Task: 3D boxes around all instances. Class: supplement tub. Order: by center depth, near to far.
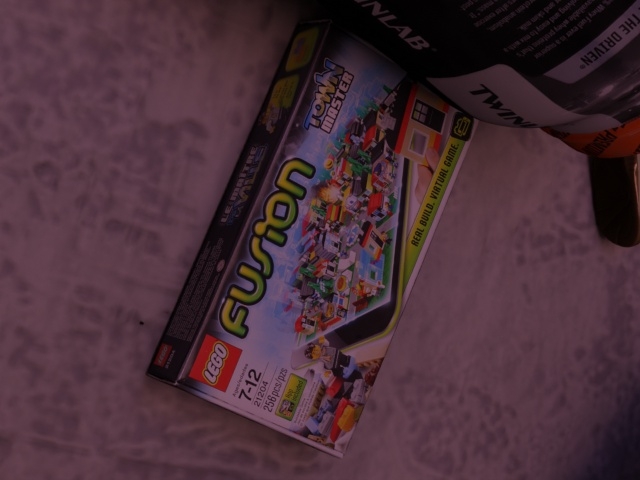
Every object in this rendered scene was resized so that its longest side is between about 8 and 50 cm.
[{"bbox_3d":[0.067,-0.192,0.692,0.338,0.207,0.207,34,77,-31],"label":"supplement tub"}]

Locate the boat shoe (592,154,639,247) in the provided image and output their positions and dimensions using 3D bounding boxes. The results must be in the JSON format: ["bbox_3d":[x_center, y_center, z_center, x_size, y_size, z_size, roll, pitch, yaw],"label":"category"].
[{"bbox_3d":[0.193,-0.066,0.880,0.045,0.050,0.135,-16,113,-33],"label":"boat shoe"}]

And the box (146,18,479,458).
[{"bbox_3d":[0.000,0.000,0.771,0.114,0.036,0.207,27,80,-30],"label":"box"}]
